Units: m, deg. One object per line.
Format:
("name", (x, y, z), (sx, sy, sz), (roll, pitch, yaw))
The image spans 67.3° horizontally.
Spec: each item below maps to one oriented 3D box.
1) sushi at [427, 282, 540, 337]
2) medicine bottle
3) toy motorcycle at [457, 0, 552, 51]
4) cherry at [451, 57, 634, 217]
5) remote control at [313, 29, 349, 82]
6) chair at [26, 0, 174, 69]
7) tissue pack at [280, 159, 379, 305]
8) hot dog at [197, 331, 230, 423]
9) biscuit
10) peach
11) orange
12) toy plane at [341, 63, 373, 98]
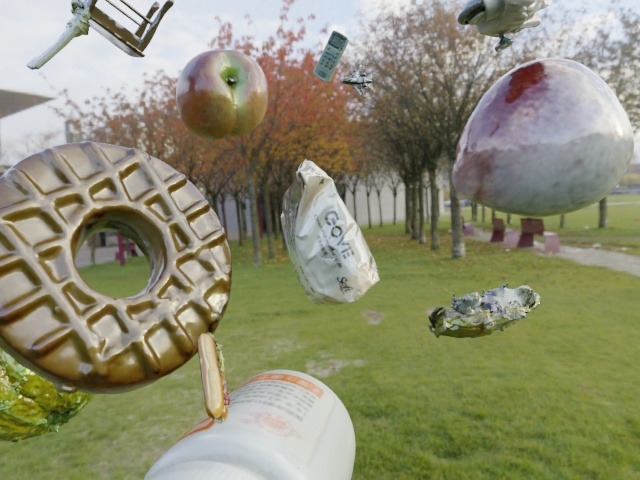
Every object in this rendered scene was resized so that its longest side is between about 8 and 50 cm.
("sushi", (0.427, 0.177, 1.237), (0.290, 0.131, 0.139), (-8, -24, -6))
("medicine bottle", (-0.081, 0.290, 0.526), (0.211, 0.211, 0.371), (-3, 0, 11))
("toy motorcycle", (0.381, -0.465, 0.937), (0.260, 0.110, 0.171), (-19, -5, -44))
("cherry", (0.458, -0.189, 0.996), (0.326, 0.335, 0.291), (36, -13, -4))
("remote control", (0.027, -0.476, 1.245), (0.053, 0.124, 0.018), (34, 25, 8))
("chair", (-0.514, -0.486, 1.135), (0.186, 0.319, 0.160), (32, -1, -39))
("tissue pack", (0.000, 0.000, 1.312), (0.195, 0.376, 0.390), (-27, -1, -11))
("hot dog", (-0.091, 0.116, 0.417), (0.021, 0.083, 0.037), (-15, -33, -4))
("biscuit", (-0.266, 0.026, 0.628), (0.332, 0.332, 0.103), (-7, -15, -41))
("peach", (-0.271, -0.393, 1.319), (0.252, 0.253, 0.252), (-4, 3, 0))
("orange", (-0.595, 0.288, 0.998), (0.300, 0.223, 0.301), (-25, -17, -35))
("toy plane", (0.087, -0.367, 1.107), (0.083, 0.079, 0.031), (-10, 5, -31))
